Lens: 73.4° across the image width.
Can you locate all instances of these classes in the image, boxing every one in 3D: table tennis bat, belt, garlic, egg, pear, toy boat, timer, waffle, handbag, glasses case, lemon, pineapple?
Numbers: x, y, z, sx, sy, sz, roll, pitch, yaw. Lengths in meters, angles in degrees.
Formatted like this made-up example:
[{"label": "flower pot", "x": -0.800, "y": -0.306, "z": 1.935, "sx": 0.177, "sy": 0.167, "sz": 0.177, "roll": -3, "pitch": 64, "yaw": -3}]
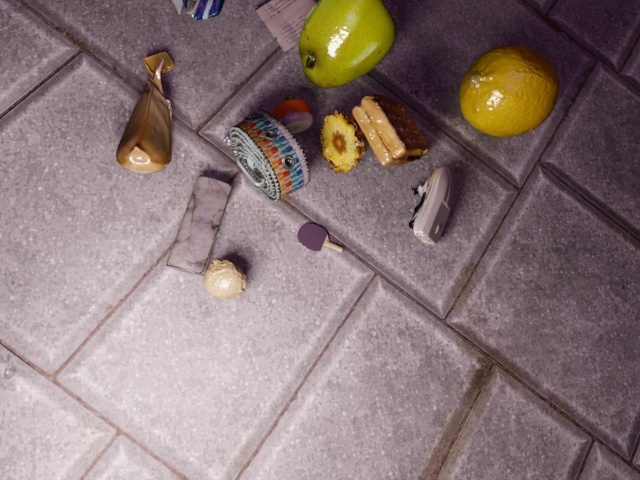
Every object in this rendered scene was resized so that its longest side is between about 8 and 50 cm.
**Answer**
[{"label": "table tennis bat", "x": 0.000, "y": 0.000, "z": 1.392, "sx": 0.157, "sy": 0.013, "sz": 0.087, "roll": 26, "pitch": 71, "yaw": -4}, {"label": "belt", "x": -0.174, "y": -0.261, "z": 1.321, "sx": 0.160, "sy": 0.207, "sz": 0.295, "roll": -35, "pitch": 84, "yaw": -21}, {"label": "garlic", "x": -0.501, "y": -0.345, "z": 1.284, "sx": 0.151, "sy": 0.196, "sz": 0.338, "roll": 16, "pitch": 64, "yaw": -22}, {"label": "egg", "x": -0.278, "y": 0.113, "z": 1.246, "sx": 0.140, "sy": 0.116, "sz": 0.118, "roll": 4, "pitch": 83, "yaw": 31}, {"label": "pear", "x": 0.076, "y": -0.653, "z": 1.441, "sx": 0.318, "sy": 0.342, "sz": 0.238, "roll": -43, "pitch": 84, "yaw": 8}, {"label": "toy boat", "x": -0.469, "y": -0.849, "z": 1.488, "sx": 0.292, "sy": 0.070, "sz": 0.210, "roll": -11, "pitch": 74, "yaw": -11}, {"label": "timer", "x": -0.097, "y": -0.427, "z": 1.443, "sx": 0.136, "sy": 0.099, "sz": 0.136, "roll": 9, "pitch": 62, "yaw": -17}, {"label": "waffle", "x": 0.242, "y": -0.357, "z": 1.411, "sx": 0.224, "sy": 0.098, "sz": 0.328, "roll": 61, "pitch": 29, "yaw": 4}, {"label": "handbag", "x": -0.533, "y": -0.583, "z": 1.420, "sx": 0.083, "sy": 0.027, "sz": 0.061, "roll": -29, "pitch": 82, "yaw": -19}, {"label": "glasses case", "x": -0.362, "y": -0.047, "z": 1.299, "sx": 0.114, "sy": 0.060, "sz": 0.299, "roll": 15, "pitch": 73, "yaw": -6}, {"label": "toy boat", "x": 0.371, "y": -0.122, "z": 1.453, "sx": 0.141, "sy": 0.141, "sz": 0.269, "roll": 14, "pitch": 74, "yaw": -9}, {"label": "lemon", "x": 0.664, "y": -0.527, "z": 1.531, "sx": 0.336, "sy": 0.336, "sz": 0.336, "roll": 3, "pitch": 75, "yaw": -12}, {"label": "pineapple", "x": 0.078, "y": -0.321, "z": 1.400, "sx": 0.076, "sy": 0.225, "sz": 0.224, "roll": -18, "pitch": 80, "yaw": -34}]

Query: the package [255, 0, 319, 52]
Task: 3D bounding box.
[{"label": "package", "x": -0.081, "y": -0.827, "z": 1.569, "sx": 0.251, "sy": 0.062, "sz": 0.204, "roll": -34, "pitch": 84, "yaw": -14}]
